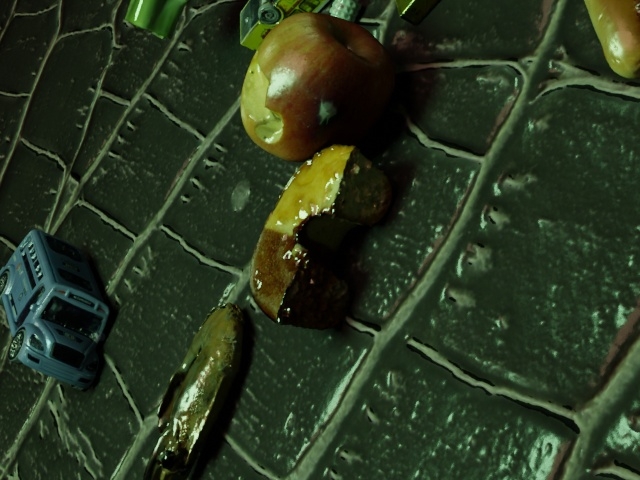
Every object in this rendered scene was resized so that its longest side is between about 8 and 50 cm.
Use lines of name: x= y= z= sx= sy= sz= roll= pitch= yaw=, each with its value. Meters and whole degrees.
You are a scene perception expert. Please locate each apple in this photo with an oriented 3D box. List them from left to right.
apple: x=-0.010 y=-0.176 z=1.821 sx=0.199 sy=0.199 sz=0.199 roll=-39 pitch=38 yaw=39

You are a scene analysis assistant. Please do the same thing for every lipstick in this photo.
lipstick: x=0.014 y=-0.262 z=1.996 sx=0.116 sy=0.037 sz=0.037 roll=-64 pitch=29 yaw=9

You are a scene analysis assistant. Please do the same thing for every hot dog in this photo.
hot dog: x=0.296 y=-0.253 z=1.456 sx=0.076 sy=0.102 sz=0.249 roll=93 pitch=175 yaw=-48

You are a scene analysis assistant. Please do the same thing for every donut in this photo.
donut: x=0.000 y=-0.002 z=1.762 sx=0.141 sy=0.085 sz=0.217 roll=22 pitch=86 yaw=62

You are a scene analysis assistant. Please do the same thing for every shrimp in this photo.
shrimp: x=-0.164 y=0.193 z=1.917 sx=0.253 sy=0.058 sz=0.173 roll=-65 pitch=21 yaw=-8

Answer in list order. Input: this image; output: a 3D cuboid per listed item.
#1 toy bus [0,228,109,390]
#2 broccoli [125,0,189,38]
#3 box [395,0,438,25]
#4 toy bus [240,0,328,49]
toy bus: x=-0.397 y=0.101 z=2.294 sx=0.133 sy=0.125 sz=0.292 roll=-57 pitch=28 yaw=12
broccoli: x=-0.155 y=-0.435 z=2.172 sx=0.375 sy=0.249 sz=0.302 roll=-48 pitch=-40 yaw=-77
box: x=0.156 y=-0.365 z=1.846 sx=0.193 sy=0.030 sz=0.121 roll=-45 pitch=34 yaw=30
toy bus: x=-0.028 y=-0.347 z=2.089 sx=0.226 sy=0.074 sz=0.081 roll=-43 pitch=35 yaw=35
